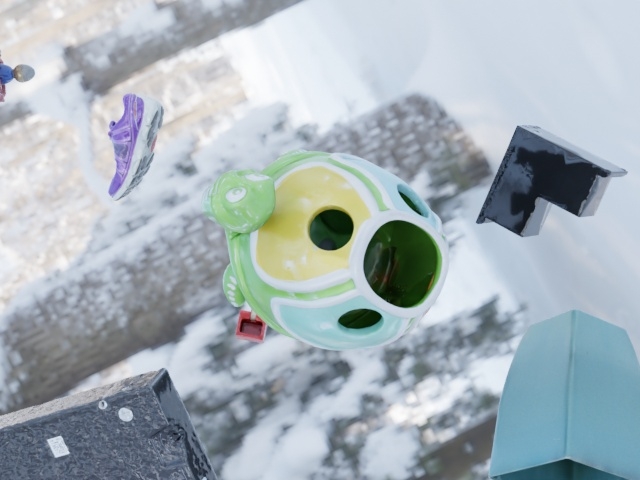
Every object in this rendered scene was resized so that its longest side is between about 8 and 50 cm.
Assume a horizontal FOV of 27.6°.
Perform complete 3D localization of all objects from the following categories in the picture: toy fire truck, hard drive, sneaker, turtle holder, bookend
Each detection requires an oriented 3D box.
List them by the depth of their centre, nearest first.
[{"bbox_3d":[-0.289,0.304,1.564,0.237,0.339,0.064,67,-160,-12],"label":"hard drive"},{"bbox_3d":[0.016,-0.008,1.565,0.227,0.243,0.320,11,140,56],"label":"turtle holder"},{"bbox_3d":[0.329,-0.063,1.862,0.157,0.156,0.072,30,-161,28],"label":"bookend"},{"bbox_3d":[-0.277,-0.137,1.876,0.071,0.170,0.068,25,-155,8],"label":"sneaker"},{"bbox_3d":[-0.093,0.082,2.162,0.135,0.047,0.192,80,-159,-73],"label":"toy fire truck"}]

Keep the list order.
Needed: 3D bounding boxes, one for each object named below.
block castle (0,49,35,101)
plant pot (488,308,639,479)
[{"bbox_3d":[-0.556,-0.472,2.028,0.303,0.212,0.453,108,158,-67],"label":"block castle"},{"bbox_3d":[0.357,0.229,1.836,0.165,0.165,0.234,-28,47,52],"label":"plant pot"}]
